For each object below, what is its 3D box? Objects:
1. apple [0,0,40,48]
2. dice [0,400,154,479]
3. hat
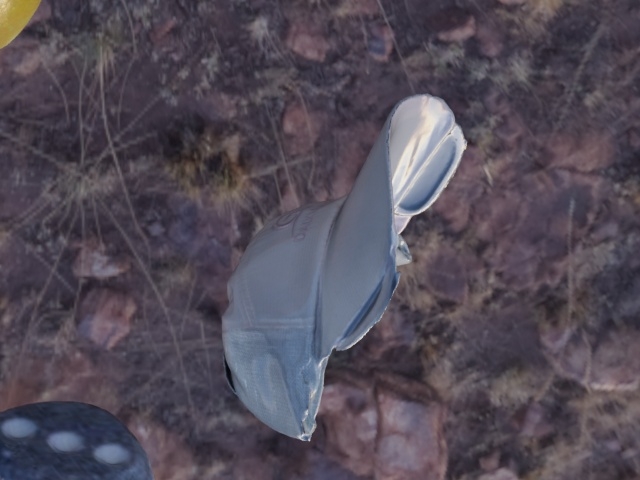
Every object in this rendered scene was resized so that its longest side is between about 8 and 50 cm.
[{"bbox_3d":[-0.550,-0.393,1.376,0.384,0.374,0.374,-39,128,-5],"label":"apple"},{"bbox_3d":[-0.306,0.302,1.167,0.182,0.183,0.181,-6,119,-39],"label":"dice"},{"bbox_3d":[0.000,0.000,0.733,0.164,0.219,0.226,12,127,17],"label":"hat"}]
